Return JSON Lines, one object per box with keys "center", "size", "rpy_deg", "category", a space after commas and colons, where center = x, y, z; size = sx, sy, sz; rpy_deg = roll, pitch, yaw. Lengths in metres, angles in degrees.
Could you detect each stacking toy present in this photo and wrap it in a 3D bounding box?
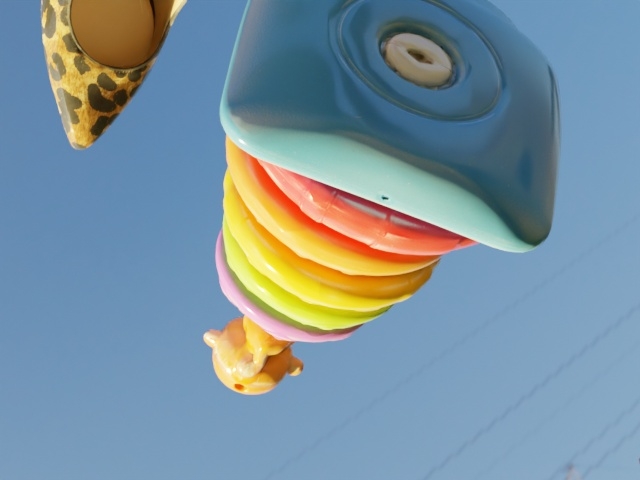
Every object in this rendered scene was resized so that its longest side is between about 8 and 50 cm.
{"center": [0.000, 0.000, 0.684], "size": [0.175, 0.165, 0.302], "rpy_deg": [20, -44, -8], "category": "stacking toy"}

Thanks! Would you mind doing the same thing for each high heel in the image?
{"center": [-0.120, -0.167, 0.811], "size": [0.093, 0.186, 0.261], "rpy_deg": [8, -73, -32], "category": "high heel"}

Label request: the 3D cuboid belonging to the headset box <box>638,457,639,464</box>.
{"center": [0.247, 0.018, 0.306], "size": [0.218, 0.110, 0.293], "rpy_deg": [-8, -35, -15], "category": "headset box"}
